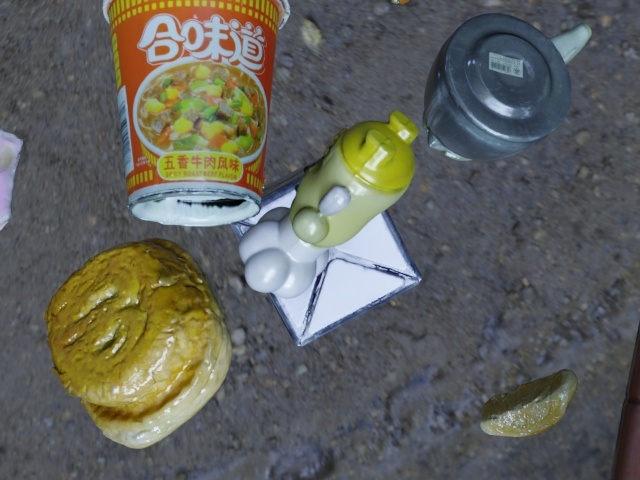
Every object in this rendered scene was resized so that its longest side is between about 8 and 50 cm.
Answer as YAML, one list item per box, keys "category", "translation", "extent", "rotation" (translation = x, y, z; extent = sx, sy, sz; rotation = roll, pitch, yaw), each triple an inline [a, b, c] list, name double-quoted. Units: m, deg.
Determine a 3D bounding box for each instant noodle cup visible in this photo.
- category: "instant noodle cup"
  translation: [-0.121, -0.131, 1.069]
  extent: [0.193, 0.193, 0.212]
  rotation: [1, 76, -12]

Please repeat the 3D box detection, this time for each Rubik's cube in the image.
- category: "Rubik's cube"
  translation: [0.000, 0.000, 1.896]
  extent: [0.259, 0.260, 0.255]
  rotation: [-30, 99, -5]

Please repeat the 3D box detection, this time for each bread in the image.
- category: "bread"
  translation: [-0.204, 0.105, 1.225]
  extent: [0.198, 0.236, 0.120]
  rotation: [-38, 145, 10]

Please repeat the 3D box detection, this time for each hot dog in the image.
- category: "hot dog"
  translation: [0.162, 0.128, 0.822]
  extent: [0.090, 0.030, 0.034]
  rotation: [-31, 110, 39]

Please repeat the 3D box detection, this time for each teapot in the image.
- category: "teapot"
  translation: [0.302, -0.279, 1.935]
  extent: [0.239, 0.239, 0.322]
  rotation: [30, 65, -8]

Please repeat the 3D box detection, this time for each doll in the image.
- category: "doll"
  translation: [0.004, -0.022, 0.746]
  extent: [0.062, 0.106, 0.162]
  rotation: [45, 125, 3]

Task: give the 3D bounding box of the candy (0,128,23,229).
- category: "candy"
  translation: [-0.530, -0.058, 1.552]
  extent: [0.115, 0.265, 0.156]
  rotation: [21, 60, -34]

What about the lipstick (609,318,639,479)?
- category: "lipstick"
  translation: [0.211, 0.151, 0.686]
  extent: [0.057, 0.057, 0.357]
  rotation: [7, 98, -13]

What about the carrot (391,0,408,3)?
- category: "carrot"
  translation: [0.197, -0.491, 1.825]
  extent: [0.043, 0.043, 0.248]
  rotation: [43, 78, -19]
